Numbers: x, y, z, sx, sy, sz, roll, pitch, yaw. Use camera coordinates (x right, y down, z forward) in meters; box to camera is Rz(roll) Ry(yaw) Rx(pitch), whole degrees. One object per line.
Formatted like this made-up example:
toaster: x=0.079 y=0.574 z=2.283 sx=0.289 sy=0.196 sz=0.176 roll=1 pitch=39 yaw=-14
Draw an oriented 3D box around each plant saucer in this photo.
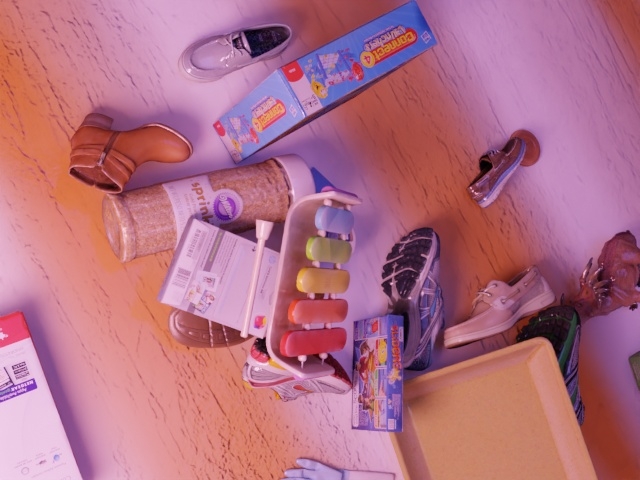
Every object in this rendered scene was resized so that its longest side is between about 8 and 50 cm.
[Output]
plant saucer: x=0.310 y=0.378 z=1.504 sx=0.332 sy=0.081 sz=0.333 roll=-19 pitch=88 yaw=5
plant saucer: x=0.451 y=-0.205 z=1.785 sx=0.083 sy=0.013 sz=0.084 roll=6 pitch=77 yaw=-25

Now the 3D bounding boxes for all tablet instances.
tablet: x=0.000 y=-0.096 z=1.551 sx=0.083 sy=0.006 sz=0.054 roll=42 pitch=66 yaw=-12

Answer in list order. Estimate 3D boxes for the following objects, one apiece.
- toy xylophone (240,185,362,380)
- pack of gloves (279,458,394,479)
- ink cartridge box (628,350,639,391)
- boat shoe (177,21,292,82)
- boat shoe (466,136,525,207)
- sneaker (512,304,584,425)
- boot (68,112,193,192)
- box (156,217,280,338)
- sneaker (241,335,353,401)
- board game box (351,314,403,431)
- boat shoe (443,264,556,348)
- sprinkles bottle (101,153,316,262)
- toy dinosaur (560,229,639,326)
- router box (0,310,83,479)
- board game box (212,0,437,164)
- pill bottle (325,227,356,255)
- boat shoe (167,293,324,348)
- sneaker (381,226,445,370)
toy xylophone: x=-0.025 y=0.070 z=1.317 sx=0.236 sy=0.081 sz=0.323 roll=-8 pitch=105 yaw=-60
pack of gloves: x=0.027 y=0.495 z=1.425 sx=0.232 sy=0.046 sz=0.195 roll=16 pitch=74 yaw=-22
ink cartridge box: x=0.794 y=0.303 z=1.732 sx=0.092 sy=0.219 sz=0.160 roll=-17 pitch=87 yaw=-28
boat shoe: x=-0.152 y=-0.355 z=1.487 sx=0.227 sy=0.081 sz=0.079 roll=-24 pitch=91 yaw=-28
boat shoe: x=0.370 y=-0.158 z=1.707 sx=0.066 sy=0.066 sz=0.183 roll=39 pitch=66 yaw=-12
sneaker: x=0.466 y=0.298 z=1.643 sx=0.146 sy=0.134 sz=0.344 roll=19 pitch=81 yaw=-28
boot: x=-0.313 y=-0.131 z=1.336 sx=0.197 sy=0.073 sz=0.152 roll=11 pitch=39 yaw=-11
box: x=-0.154 y=0.062 z=1.325 sx=0.186 sy=0.038 sz=0.145 roll=23 pitch=85 yaw=-24
sneaker: x=-0.041 y=0.236 z=1.432 sx=0.225 sy=0.088 sz=0.093 roll=20 pitch=110 yaw=-31
board game box: x=0.101 y=0.240 z=1.460 sx=0.035 sy=0.136 sz=0.201 roll=7 pitch=78 yaw=-24
boat shoe: x=0.348 y=0.131 z=1.621 sx=0.302 sy=0.109 sz=0.098 roll=-21 pitch=84 yaw=-33
sprinkles bottle: x=-0.186 y=-0.059 z=1.391 sx=0.355 sy=0.121 sz=0.121 roll=-15 pitch=87 yaw=-27
toy dinosaur: x=0.642 y=0.067 z=1.768 sx=0.200 sy=0.127 sz=0.296 roll=26 pitch=64 yaw=-12
router box: x=-0.547 y=0.299 z=1.167 sx=0.335 sy=0.082 sz=0.301 roll=-21 pitch=89 yaw=-28
board game box: x=0.000 y=-0.270 z=1.417 sx=0.301 sy=0.308 sz=0.086 roll=-34 pitch=97 yaw=-26
pill bottle: x=0.000 y=0.000 z=1.498 sx=0.120 sy=0.067 sz=0.067 roll=1 pitch=80 yaw=-26
boat shoe: x=-0.132 y=0.114 z=1.411 sx=0.285 sy=0.089 sz=0.105 roll=-13 pitch=101 yaw=-24
sneaker: x=0.185 y=0.115 z=1.561 sx=0.122 sy=0.110 sz=0.283 roll=26 pitch=71 yaw=-38
